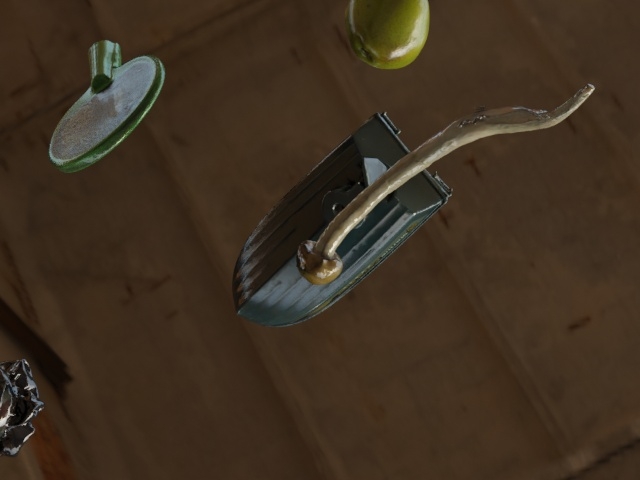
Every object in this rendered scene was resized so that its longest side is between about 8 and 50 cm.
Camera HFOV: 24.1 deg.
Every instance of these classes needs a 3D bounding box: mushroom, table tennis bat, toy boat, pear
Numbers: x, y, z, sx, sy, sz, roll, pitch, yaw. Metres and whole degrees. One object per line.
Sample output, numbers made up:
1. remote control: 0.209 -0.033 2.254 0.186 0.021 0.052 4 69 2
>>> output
1. mushroom: 0.092 -0.056 1.183 0.306 0.043 0.068 -36 -121 31
2. table tennis bat: -0.236 -0.160 1.648 0.160 0.039 0.257 -37 -153 12
3. toy boat: 0.003 -0.002 1.488 0.114 0.296 0.122 52 -139 7
4. pear: 0.063 -0.210 1.447 0.092 0.092 0.097 1 -145 17

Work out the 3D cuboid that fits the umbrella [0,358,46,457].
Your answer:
1. umbrella: -0.388 0.127 1.388 0.110 0.272 0.122 -18 -130 46
